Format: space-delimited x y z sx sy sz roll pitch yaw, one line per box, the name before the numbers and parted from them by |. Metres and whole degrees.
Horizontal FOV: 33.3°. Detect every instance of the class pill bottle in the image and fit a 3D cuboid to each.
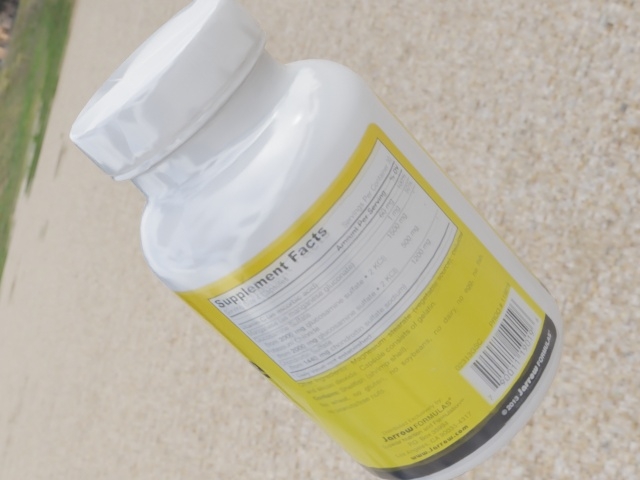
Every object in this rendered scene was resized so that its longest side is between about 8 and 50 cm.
pill bottle | 0.000 0.000 0.397 0.103 0.184 0.103 -37 23 18
